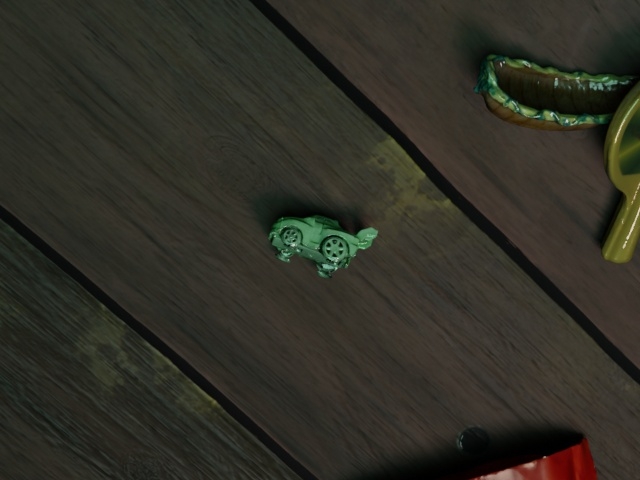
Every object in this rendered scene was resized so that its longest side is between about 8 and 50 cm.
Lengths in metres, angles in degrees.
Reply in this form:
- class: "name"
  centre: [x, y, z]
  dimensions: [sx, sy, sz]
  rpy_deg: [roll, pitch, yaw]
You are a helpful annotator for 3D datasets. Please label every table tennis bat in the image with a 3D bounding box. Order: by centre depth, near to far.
- class: "table tennis bat"
  centre: [0.473, -0.110, 1.618]
  dimensions: [0.198, 0.050, 0.321]
  rpy_deg: [-4, 122, -31]

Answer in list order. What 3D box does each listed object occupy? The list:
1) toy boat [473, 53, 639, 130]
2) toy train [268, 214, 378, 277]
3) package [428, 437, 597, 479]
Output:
- class: "toy boat"
  centre: [0.355, -0.205, 1.582]
  dimensions: [0.292, 0.109, 0.099]
  rpy_deg: [2, 141, -12]
- class: "toy train"
  centre: [0.000, 0.000, 1.667]
  dimensions: [0.149, 0.099, 0.081]
  rpy_deg: [22, 74, 0]
- class: "package"
  centre: [0.246, 0.457, 1.776]
  dimensions: [0.423, 0.123, 0.196]
  rpy_deg: [-16, 86, 5]
